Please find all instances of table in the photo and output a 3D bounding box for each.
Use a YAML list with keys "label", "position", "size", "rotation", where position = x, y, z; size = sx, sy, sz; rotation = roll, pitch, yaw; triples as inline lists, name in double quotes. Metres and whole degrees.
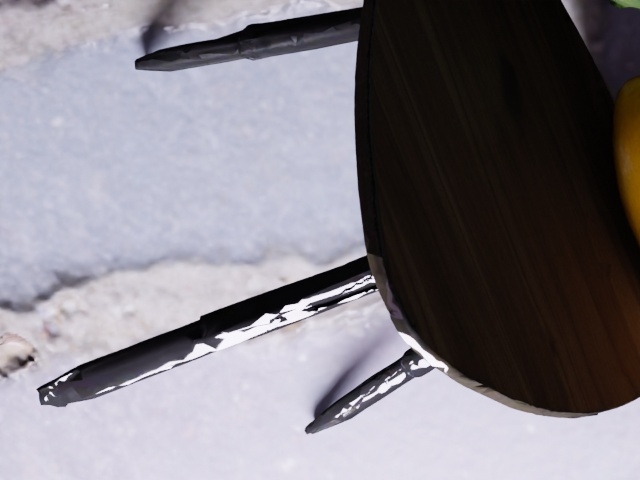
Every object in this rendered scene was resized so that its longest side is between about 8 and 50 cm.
- label: "table"
  position: [0.000, 0.000, 1.019]
  size: [0.249, 0.317, 0.317]
  rotation: [-20, 100, 33]

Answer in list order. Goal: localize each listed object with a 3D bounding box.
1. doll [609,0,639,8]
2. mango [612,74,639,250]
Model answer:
- label: "doll"
  position: [0.144, -0.237, 0.942]
  size: [0.322, 0.198, 0.186]
  rotation: [37, 136, -2]
- label: "mango"
  position: [0.259, -0.001, 1.014]
  size: [0.252, 0.126, 0.154]
  rotation: [41, 144, -1]
